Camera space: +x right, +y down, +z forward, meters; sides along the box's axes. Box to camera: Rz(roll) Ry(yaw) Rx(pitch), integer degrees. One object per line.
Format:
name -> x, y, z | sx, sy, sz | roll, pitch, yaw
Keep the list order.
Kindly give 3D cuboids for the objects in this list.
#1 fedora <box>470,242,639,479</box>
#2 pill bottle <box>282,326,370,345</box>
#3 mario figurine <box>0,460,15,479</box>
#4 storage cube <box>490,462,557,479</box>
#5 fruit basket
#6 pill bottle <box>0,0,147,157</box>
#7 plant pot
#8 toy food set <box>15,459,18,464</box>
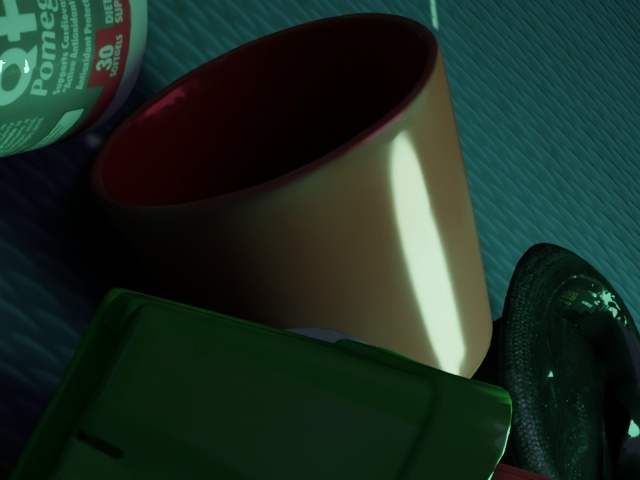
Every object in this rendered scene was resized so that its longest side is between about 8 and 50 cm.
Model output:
fedora -> 0.198, 0.172, 1.415 | 0.334, 0.152, 0.334 | 33, 47, -43
pill bottle -> 0.010, 0.169, 1.019 | 0.264, 0.146, 0.146 | 66, 19, -62
mario figurine -> -0.270, 0.168, 0.731 | 0.320, 0.170, 0.198 | 17, 61, -53
storage cube -> 0.165, 0.308, 1.115 | 0.215, 0.183, 0.193 | 18, 50, -7
fruit basket -> -0.001, 0.234, 0.738 | 0.392, 0.392, 0.283 | 65, -11, -7
pill bottle -> -0.260, -0.121, 0.894 | 0.318, 0.176, 0.176 | -23, 92, -57
plant pot -> 0.000, 0.000, 1.146 | 0.243, 0.275, 0.275 | 66, 31, -27
toy food set -> -0.113, 0.238, 0.973 | 0.111, 0.104, 0.232 | 11, 64, -53
